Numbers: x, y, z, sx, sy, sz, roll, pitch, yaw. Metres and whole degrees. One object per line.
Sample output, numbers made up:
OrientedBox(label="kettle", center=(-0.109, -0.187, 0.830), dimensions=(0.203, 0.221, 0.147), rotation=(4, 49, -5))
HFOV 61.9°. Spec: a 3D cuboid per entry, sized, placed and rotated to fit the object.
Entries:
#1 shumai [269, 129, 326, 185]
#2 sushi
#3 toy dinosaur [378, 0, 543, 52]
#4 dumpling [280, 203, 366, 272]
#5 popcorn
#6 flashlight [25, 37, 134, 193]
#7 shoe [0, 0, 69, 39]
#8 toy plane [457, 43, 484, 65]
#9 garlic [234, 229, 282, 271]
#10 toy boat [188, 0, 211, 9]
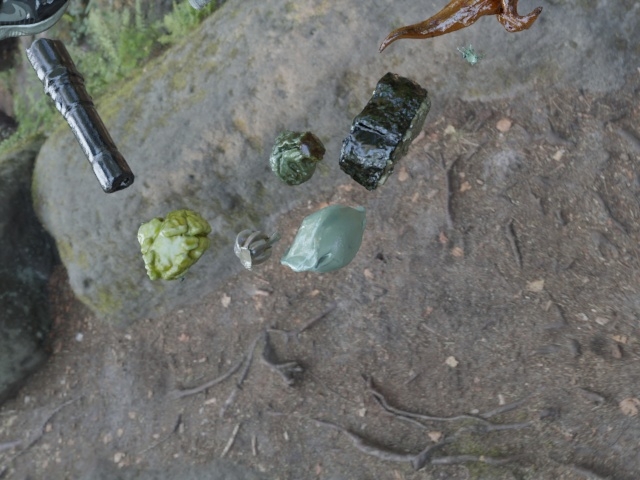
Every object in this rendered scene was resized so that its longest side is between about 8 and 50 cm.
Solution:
OrientedBox(label="shumai", center=(-0.060, -0.345, 2.144), dimensions=(0.222, 0.260, 0.225), rotation=(-10, 108, 24))
OrientedBox(label="sushi", center=(0.192, -0.318, 1.545), dimensions=(0.171, 0.211, 0.350), rotation=(28, 70, 12))
OrientedBox(label="toy dinosaur", center=(0.337, -0.479, 1.074), dimensions=(0.208, 0.097, 0.432), rotation=(42, 78, 13))
OrientedBox(label="dumpling", center=(0.018, 0.010, 1.809), dimensions=(0.270, 0.321, 0.211), rotation=(-47, 60, 33))
OrientedBox(label="popcorn", center=(-0.315, 0.013, 1.159), dimensions=(0.174, 0.142, 0.173), rotation=(-23, 29, 14))
OrientedBox(label="flashlight", center=(-0.580, -0.298, 1.292), dimensions=(0.103, 0.103, 0.423), rotation=(-34, 81, 26))
OrientedBox(label="shoe", center=(-0.579, -0.434, 0.964), dimensions=(0.228, 0.112, 0.099), rotation=(-20, 73, -3))
OrientedBox(label="toy plane", center=(0.401, -0.490, 1.420), dimensions=(0.033, 0.080, 0.083), rotation=(116, 158, -45))
OrientedBox(label="garlic", center=(-0.217, 0.011, 1.869), dimensions=(0.127, 0.131, 0.194), rotation=(10, 41, 45))
OrientedBox(label="toy boat", center=(-0.323, -0.614, 1.102), dimensions=(0.141, 0.269, 0.140), rotation=(-24, 47, 29))
